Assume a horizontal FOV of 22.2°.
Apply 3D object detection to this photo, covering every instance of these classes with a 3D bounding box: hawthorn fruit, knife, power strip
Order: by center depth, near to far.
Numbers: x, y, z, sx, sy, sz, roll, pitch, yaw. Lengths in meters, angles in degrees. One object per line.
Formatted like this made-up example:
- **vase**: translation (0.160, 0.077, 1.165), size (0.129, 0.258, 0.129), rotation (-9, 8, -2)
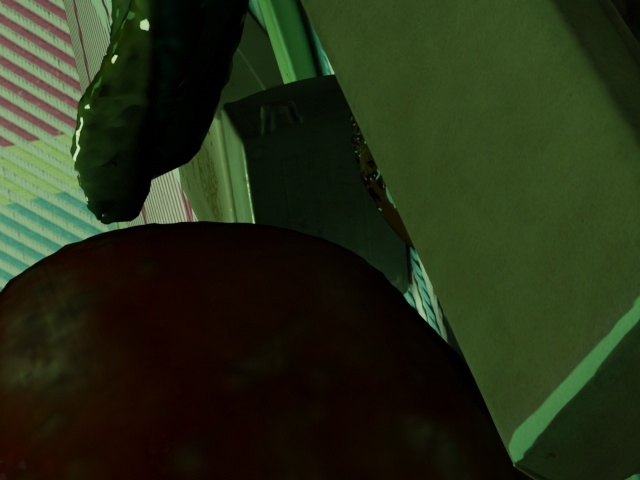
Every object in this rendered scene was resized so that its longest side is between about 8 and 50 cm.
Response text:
- **hawthorn fruit**: translation (-0.020, 0.136, 0.620), size (0.330, 0.287, 0.287), rotation (9, 113, 63)
- **power strip**: translation (0.000, 0.000, 0.768), size (0.042, 0.075, 0.175), rotation (-121, 21, -53)
- **knife**: translation (0.004, -0.030, 0.864), size (0.043, 0.020, 0.293), rotation (129, 126, -74)

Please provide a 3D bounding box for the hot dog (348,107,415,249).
- **hot dog**: translation (0.031, -0.076, 0.578), size (0.108, 0.059, 0.191), rotation (97, 159, -44)

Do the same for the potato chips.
- **potato chips**: translation (-0.053, -0.220, 0.640), size (0.429, 0.070, 0.358), rotation (97, 174, -56)

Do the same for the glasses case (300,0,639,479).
- **glasses case**: translation (0.068, -0.043, 0.423), size (0.102, 0.070, 0.193), rotation (-56, 41, 34)

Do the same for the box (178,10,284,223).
- **box**: translation (-0.050, -0.058, 1.000), size (0.201, 0.058, 0.141), rotation (-122, 21, -61)
